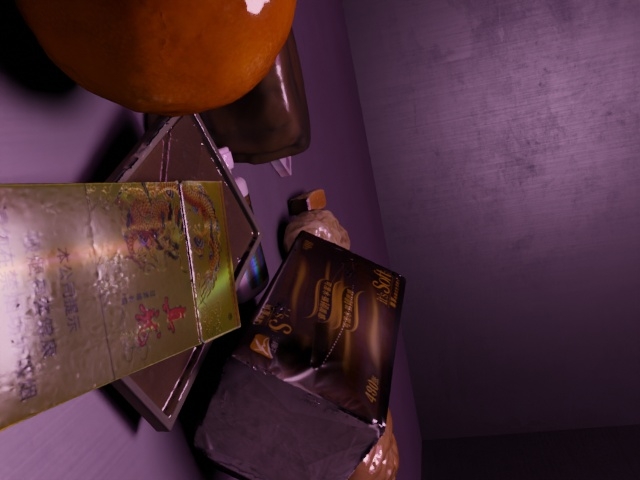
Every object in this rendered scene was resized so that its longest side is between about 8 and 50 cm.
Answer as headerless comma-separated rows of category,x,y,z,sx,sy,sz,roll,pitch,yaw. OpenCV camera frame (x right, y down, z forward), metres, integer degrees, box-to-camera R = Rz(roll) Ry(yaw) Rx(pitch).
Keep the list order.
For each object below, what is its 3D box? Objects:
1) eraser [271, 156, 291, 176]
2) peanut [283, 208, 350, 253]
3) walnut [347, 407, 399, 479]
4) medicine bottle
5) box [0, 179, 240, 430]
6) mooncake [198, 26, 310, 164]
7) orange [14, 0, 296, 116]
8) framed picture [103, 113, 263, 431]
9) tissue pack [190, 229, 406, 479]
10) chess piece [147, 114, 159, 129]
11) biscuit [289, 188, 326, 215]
eraser,-0.092,-0.189,1.257,0.105,0.026,0.065,54,32,-63
peanut,0.000,0.000,1.304,0.136,0.120,0.298,-61,165,1
walnut,0.017,0.340,0.959,0.257,0.257,0.224,-75,-172,-61
medicine bottle,-0.137,-0.023,0.824,0.115,0.078,0.219,-54,134,-68
box,-0.181,0.032,0.515,0.311,0.043,0.172,-12,96,-64
mooncake,-0.115,-0.261,0.882,0.290,0.161,0.290,-9,90,-83
orange,-0.149,-0.246,0.528,0.261,0.261,0.260,-9,90,-77
framed picture,-0.165,0.013,0.633,0.314,0.024,0.232,-68,144,-44
tissue pack,-0.012,0.161,0.823,0.370,0.210,0.198,-66,179,-62
chess piece,-0.195,-0.147,0.751,0.084,0.038,0.083,-11,90,-78
biscuit,-0.031,-0.093,1.390,0.188,0.056,0.052,-38,117,-74
